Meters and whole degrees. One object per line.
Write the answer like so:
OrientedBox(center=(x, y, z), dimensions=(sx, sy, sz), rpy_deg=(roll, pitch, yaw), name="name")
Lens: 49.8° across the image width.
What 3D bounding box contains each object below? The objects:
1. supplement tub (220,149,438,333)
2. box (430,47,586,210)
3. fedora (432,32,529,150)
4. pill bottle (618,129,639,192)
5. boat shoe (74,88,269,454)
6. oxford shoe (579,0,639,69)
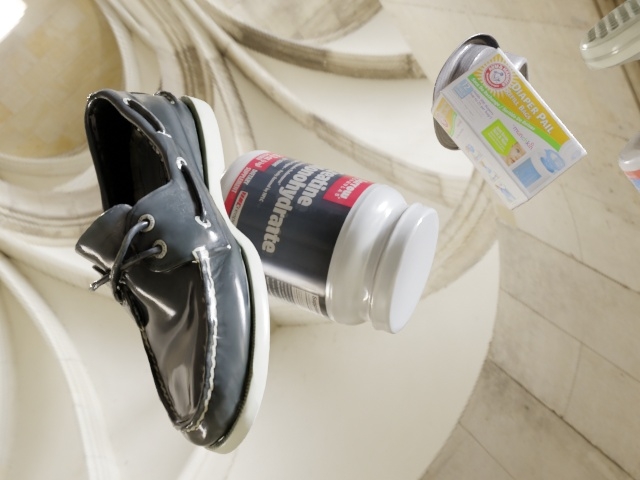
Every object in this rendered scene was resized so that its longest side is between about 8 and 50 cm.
OrientedBox(center=(0.000, 0.000, 0.918), dimensions=(0.272, 0.191, 0.191), rpy_deg=(18, -119, 21), name="supplement tub")
OrientedBox(center=(0.274, -0.163, 1.028), dimensions=(0.114, 0.203, 0.103), rpy_deg=(-38, 175, -3), name="box")
OrientedBox(center=(0.361, -0.310, 1.463), dimensions=(0.124, 0.243, 0.275), rpy_deg=(17, -143, 36), name="fedora")
OrientedBox(center=(0.436, -0.038, 0.736), dimensions=(0.124, 0.221, 0.124), rpy_deg=(-41, -175, 5), name="pill bottle")
OrientedBox(center=(-0.128, -0.003, 0.522), dimensions=(0.127, 0.113, 0.340), rpy_deg=(-43, -134, 35), name="boat shoe")
OrientedBox(center=(0.478, -0.264, 0.731), dimensions=(0.449, 0.130, 0.169), rpy_deg=(-26, -166, -15), name="oxford shoe")
